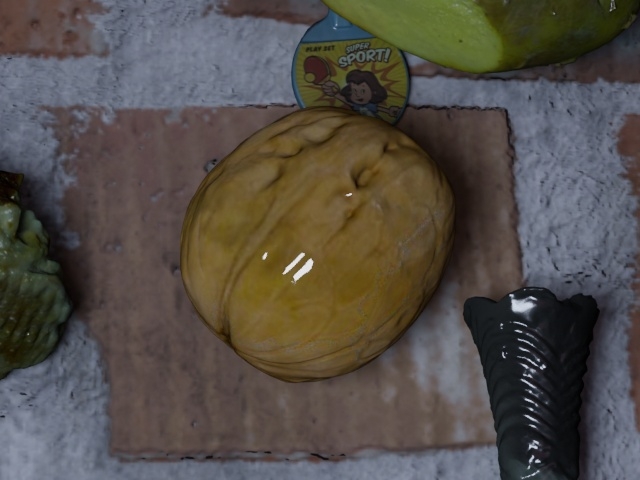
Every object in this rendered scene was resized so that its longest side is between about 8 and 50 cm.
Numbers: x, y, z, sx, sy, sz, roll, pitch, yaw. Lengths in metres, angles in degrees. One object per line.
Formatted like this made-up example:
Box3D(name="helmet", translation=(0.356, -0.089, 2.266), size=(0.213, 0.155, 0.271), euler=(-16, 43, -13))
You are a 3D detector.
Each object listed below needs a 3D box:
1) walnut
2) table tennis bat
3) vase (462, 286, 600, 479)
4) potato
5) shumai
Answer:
Box3D(name="walnut", translation=(0.000, 0.000, 1.462), size=(0.195, 0.195, 0.221), euler=(41, 62, 5))
Box3D(name="table tennis bat", translation=(0.022, -0.156, 1.605), size=(0.100, 0.019, 0.155), euler=(-5, 74, -11))
Box3D(name="vase", translation=(0.168, 0.164, 1.478), size=(0.115, 0.115, 0.237), euler=(2, 75, -10))
Box3D(name="potato", translation=(0.126, -0.225, 1.585), size=(0.298, 0.141, 0.176), euler=(3, 52, -6))
Box3D(name="shumai", translation=(-0.290, 0.021, 1.432), size=(0.184, 0.184, 0.142), euler=(-18, 52, -15))
